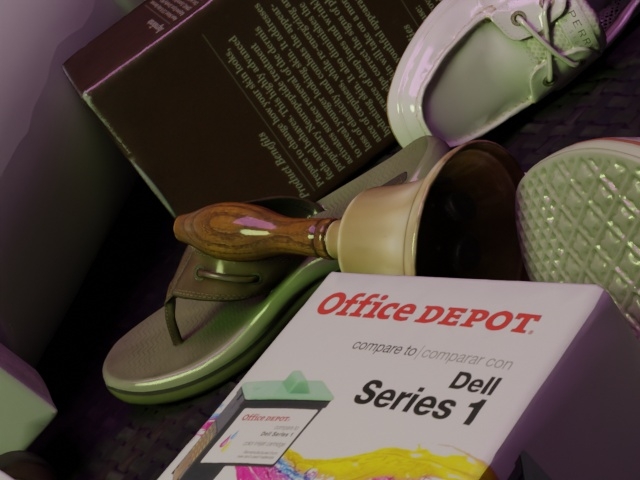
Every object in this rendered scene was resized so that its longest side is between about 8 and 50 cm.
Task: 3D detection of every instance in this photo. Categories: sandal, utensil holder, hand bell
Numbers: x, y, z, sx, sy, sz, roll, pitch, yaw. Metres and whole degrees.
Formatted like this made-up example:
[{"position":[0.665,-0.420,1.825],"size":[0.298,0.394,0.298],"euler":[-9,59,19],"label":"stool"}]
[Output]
[{"position":[-0.041,0.007,0.955],"size":[0.302,0.086,0.120],"euler":[-37,24,16],"label":"sandal"},{"position":[-0.335,-0.056,1.171],"size":[0.327,0.328,0.385],"euler":[-20,33,31],"label":"utensil holder"},{"position":[0.000,0.000,0.841],"size":[0.242,0.126,0.126],"euler":[4,46,41],"label":"hand bell"}]

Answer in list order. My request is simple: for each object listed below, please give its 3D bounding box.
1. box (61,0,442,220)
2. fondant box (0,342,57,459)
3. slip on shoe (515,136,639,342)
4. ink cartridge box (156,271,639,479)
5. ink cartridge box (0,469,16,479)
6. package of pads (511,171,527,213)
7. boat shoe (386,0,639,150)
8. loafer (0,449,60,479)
[{"position":[0.003,-0.170,1.093],"size":[0.381,0.191,0.143],"euler":[-38,26,-5],"label":"box"},{"position":[-0.380,0.157,0.909],"size":[0.330,0.238,0.096],"euler":[-49,27,-5],"label":"fondant box"},{"position":[0.220,-0.001,0.658],"size":[0.101,0.123,0.331],"euler":[-14,6,-33],"label":"slip on shoe"},{"position":[0.016,0.148,0.626],"size":[0.201,0.117,0.278],"euler":[1,44,52],"label":"ink cartridge box"},{"position":[-0.205,0.250,0.759],"size":[0.212,0.093,0.154],"euler":[-48,29,-18],"label":"ink cartridge box"},{"position":[0.115,-0.019,0.859],"size":[0.032,0.050,0.083],"euler":[-48,28,-23],"label":"package of pads"},{"position":[0.164,-0.159,0.979],"size":[0.277,0.098,0.096],"euler":[-44,26,-18],"label":"boat shoe"},{"position":[-0.250,0.224,0.868],"size":[0.220,0.080,0.078],"euler":[-46,27,-19],"label":"loafer"}]
